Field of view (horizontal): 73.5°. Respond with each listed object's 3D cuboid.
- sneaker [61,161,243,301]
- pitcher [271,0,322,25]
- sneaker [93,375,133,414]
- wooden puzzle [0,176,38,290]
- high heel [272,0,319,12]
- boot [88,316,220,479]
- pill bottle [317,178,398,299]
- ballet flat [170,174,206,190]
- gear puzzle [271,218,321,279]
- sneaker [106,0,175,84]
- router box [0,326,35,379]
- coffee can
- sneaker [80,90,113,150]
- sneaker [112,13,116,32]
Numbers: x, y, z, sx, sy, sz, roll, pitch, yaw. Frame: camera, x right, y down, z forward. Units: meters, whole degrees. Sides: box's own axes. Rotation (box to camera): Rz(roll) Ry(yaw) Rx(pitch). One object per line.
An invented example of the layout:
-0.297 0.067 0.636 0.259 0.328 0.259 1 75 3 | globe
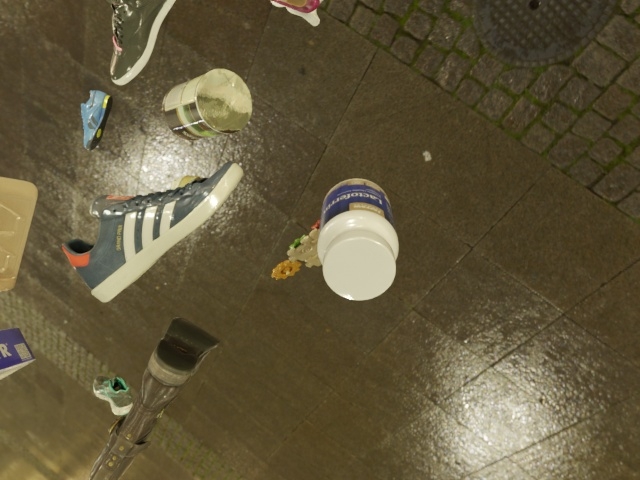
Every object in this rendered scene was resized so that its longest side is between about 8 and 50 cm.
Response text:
-0.301 -0.048 0.752 0.350 0.131 0.148 -39 101 2 | sneaker
-0.048 -0.793 1.308 0.177 0.125 0.207 21 91 -2 | pitcher
-0.555 0.395 1.154 0.166 0.065 0.076 18 108 33 | sneaker
-1.023 -0.030 1.212 0.080 0.322 0.348 27 102 38 | wooden puzzle
-0.118 -0.648 1.081 0.244 0.117 0.082 24 118 8 | high heel
-0.280 0.261 0.719 0.091 0.263 0.229 31 93 -1 | boot
0.072 -0.009 0.838 0.153 0.265 0.153 1 118 2 | pill bottle
-0.476 -0.187 1.552 0.123 0.348 0.123 0 98 -3 | ballet flat
0.000 0.000 1.157 0.339 0.175 0.044 -40 59 17 | gear puzzle
-0.410 -0.468 0.877 0.296 0.146 0.105 -49 60 25 | sneaker
-0.734 0.275 0.725 0.301 0.335 0.082 -30 88 -6 | router box
-0.391 -0.455 1.465 0.275 0.201 0.202 8 124 49 | coffee can
-0.785 -0.413 1.471 0.082 0.210 0.069 15 173 -13 | sneaker
-0.709 -0.760 1.545 0.106 0.078 0.234 60 169 4 | sneaker
